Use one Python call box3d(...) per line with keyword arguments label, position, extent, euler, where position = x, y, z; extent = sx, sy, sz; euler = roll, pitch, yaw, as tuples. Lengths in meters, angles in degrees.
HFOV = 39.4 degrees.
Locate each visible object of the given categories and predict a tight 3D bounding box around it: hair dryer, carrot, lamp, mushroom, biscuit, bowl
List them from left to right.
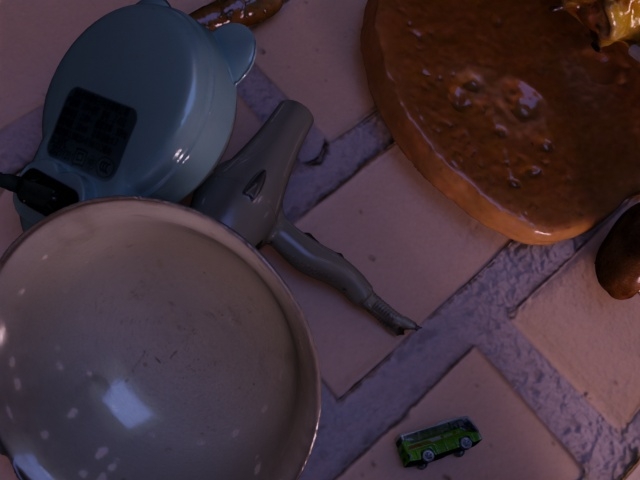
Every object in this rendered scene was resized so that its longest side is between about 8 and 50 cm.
box3d(label="lamp", position=(-0.191, -0.105, 0.880), extent=(0.209, 0.147, 0.284), euler=(24, 69, 35))
box3d(label="bowl", position=(-0.135, 0.100, 0.804), extent=(0.314, 0.146, 0.313), euler=(3, 105, 12))
box3d(label="carrot", position=(-0.150, -0.239, 1.011), extent=(0.255, 0.049, 0.049), euler=(-26, 77, -18))
box3d(label="hair dryer", position=(-0.006, -0.035, 0.961), extent=(0.267, 0.092, 0.229), euler=(20, 59, -20))
box3d(label="biscuit", position=(0.237, -0.183, 1.069), extent=(0.365, 0.062, 0.385), euler=(-22, 75, -23))
box3d(label="mushroom", position=(0.361, 0.010, 0.994), extent=(0.087, 0.127, 0.127), euler=(33, 65, 9))

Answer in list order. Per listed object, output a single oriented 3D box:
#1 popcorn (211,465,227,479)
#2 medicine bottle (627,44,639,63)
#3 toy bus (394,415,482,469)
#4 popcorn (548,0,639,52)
box3d(label="popcorn", position=(-0.066, 0.227, 0.838), extent=(0.083, 0.059, 0.068), euler=(21, 65, 5))
box3d(label="medicine bottle", position=(0.450, -0.166, 1.068), extent=(0.221, 0.061, 0.092), euler=(24, 25, -37))
box3d(label="toy bus", position=(0.120, 0.205, 0.906), extent=(0.083, 0.031, 0.037), euler=(-13, 63, -18))
box3d(label="popcorn", position=(0.344, -0.299, 1.042), extent=(0.152, 0.148, 0.167), euler=(-46, 65, 6))
